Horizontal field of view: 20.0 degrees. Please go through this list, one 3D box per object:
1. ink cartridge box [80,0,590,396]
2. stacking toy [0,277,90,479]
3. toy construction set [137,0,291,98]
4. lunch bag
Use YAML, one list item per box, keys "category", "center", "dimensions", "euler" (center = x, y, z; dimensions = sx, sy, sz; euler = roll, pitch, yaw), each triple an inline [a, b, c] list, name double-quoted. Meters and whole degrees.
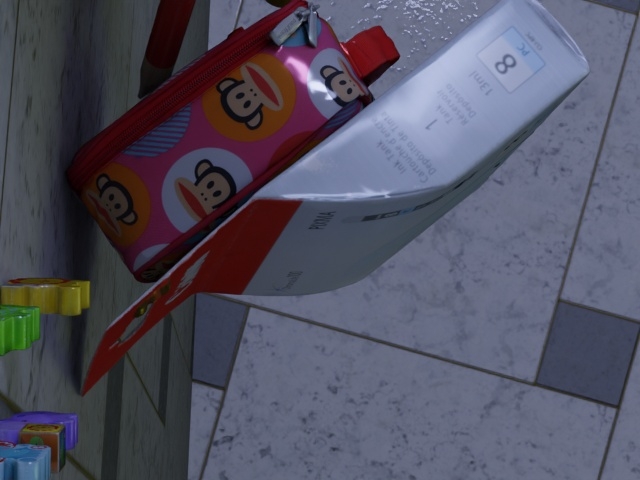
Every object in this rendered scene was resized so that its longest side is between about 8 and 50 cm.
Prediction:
- category: "ink cartridge box"
  center: [0.000, 0.000, 1.354]
  dimensions: [0.091, 0.385, 0.308]
  euler: [49, -17, 3]
- category: "stacking toy"
  center: [-0.163, 0.111, 0.964]
  dimensions: [0.221, 0.052, 0.167]
  euler: [-72, 163, -85]
- category: "toy construction set"
  center: [-0.084, -0.235, 1.405]
  dimensions: [0.309, 0.257, 0.237]
  euler: [-64, 180, -32]
- category: "lunch bag"
  center: [-0.052, -0.081, 1.380]
  dimensions: [0.120, 0.258, 0.293]
  euler: [54, 1, 1]
